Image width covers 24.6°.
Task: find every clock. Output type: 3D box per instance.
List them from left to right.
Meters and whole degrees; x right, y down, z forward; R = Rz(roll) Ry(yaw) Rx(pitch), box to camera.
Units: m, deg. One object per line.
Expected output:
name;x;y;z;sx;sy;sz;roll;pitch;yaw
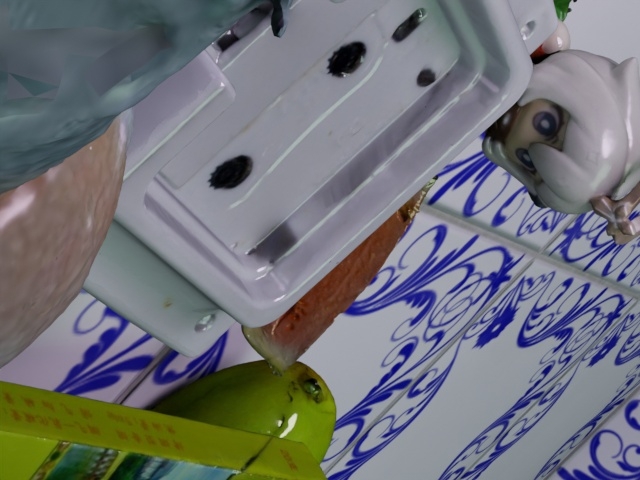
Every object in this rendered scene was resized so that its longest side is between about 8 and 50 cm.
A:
clock;-0.012;-0.069;0.641;0.262;0.116;0.231;-41;149;0

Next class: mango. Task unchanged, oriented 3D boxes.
mango;-0.090;0.166;1.005;0.233;0.111;0.125;-42;156;6

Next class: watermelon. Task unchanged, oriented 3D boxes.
watermelon;-0.012;-0.008;0.874;0.069;0.087;0.163;22;116;-33

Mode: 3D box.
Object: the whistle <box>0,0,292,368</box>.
whistle;-0.102;-0.063;0.382;0.189;0.189;0.348;-23;178;-41

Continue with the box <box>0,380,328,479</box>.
box;-0.165;0.166;0.827;0.335;0.047;0.187;19;117;-46

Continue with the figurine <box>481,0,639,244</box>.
figurine;0.140;-0.069;0.804;0.132;0.154;0.132;-35;159;-16
